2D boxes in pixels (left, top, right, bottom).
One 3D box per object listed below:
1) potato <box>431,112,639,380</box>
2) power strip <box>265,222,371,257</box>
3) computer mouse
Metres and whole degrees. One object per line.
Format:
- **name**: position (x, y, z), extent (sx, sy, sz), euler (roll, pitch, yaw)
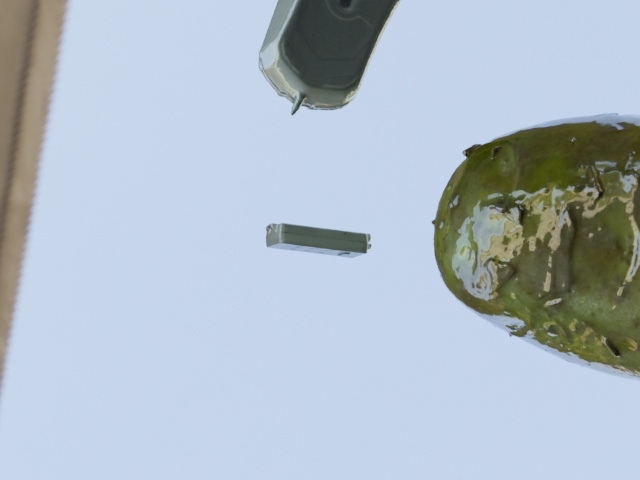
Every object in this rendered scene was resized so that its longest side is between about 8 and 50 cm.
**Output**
- **potato**: position (0.221, 0.007, 1.257), extent (0.141, 0.298, 0.176), euler (-37, -43, -67)
- **power strip**: position (0.000, 0.000, 1.331), extent (0.083, 0.027, 0.017), euler (8, -101, -25)
- **computer mouse**: position (0.012, -0.173, 1.393), extent (0.089, 0.056, 0.181), euler (24, -98, -11)
